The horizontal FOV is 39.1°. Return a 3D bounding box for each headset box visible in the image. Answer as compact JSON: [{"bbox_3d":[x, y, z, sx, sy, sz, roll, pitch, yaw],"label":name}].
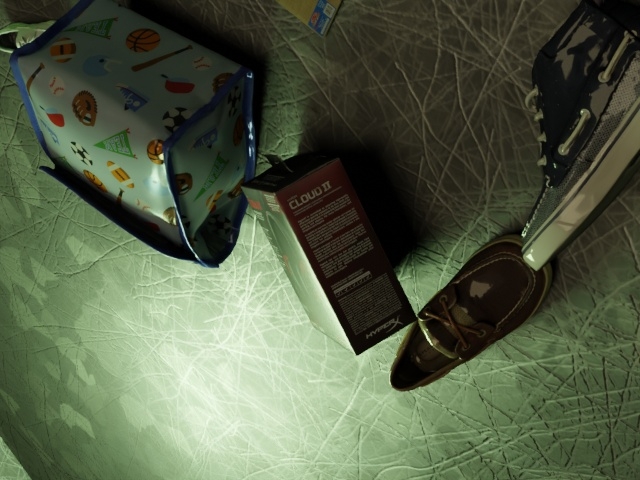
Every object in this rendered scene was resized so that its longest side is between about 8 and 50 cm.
[{"bbox_3d":[0.000,0.000,1.328,0.293,0.110,0.218,63,167,-14],"label":"headset box"}]

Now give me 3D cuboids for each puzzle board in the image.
[{"bbox_3d":[-0.007,-0.352,1.225,0.096,0.011,0.128,40,137,9],"label":"puzzle board"}]

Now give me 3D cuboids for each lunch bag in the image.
[{"bbox_3d":[-0.286,-0.144,1.456,0.328,0.239,0.385,32,151,18],"label":"lunch bag"}]

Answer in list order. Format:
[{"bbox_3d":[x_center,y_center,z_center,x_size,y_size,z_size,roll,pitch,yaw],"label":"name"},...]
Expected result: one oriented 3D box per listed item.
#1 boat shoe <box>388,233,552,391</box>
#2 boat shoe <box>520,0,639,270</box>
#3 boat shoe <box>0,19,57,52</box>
[{"bbox_3d":[0.200,0.121,1.296,0.123,0.123,0.342,47,138,4],"label":"boat shoe"},{"bbox_3d":[0.298,-0.127,1.057,0.158,0.127,0.340,43,130,18],"label":"boat shoe"},{"bbox_3d":[-0.518,-0.360,1.615,0.184,0.063,0.066,17,128,32],"label":"boat shoe"}]
